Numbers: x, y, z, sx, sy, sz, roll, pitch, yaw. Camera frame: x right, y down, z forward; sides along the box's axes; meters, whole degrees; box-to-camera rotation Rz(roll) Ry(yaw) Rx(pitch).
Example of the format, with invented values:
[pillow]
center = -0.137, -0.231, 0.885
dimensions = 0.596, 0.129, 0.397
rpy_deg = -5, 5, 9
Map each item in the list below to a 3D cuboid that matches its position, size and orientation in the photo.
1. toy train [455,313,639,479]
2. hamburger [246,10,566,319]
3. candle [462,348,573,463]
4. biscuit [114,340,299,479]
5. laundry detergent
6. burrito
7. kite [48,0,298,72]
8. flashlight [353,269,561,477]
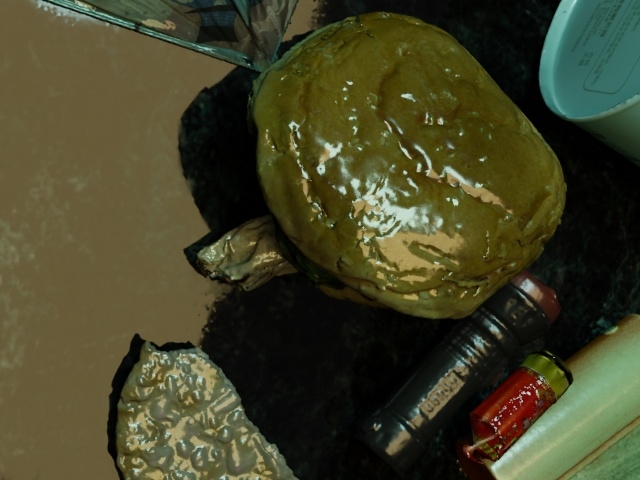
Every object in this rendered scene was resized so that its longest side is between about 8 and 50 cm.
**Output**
[toy train]
center = 0.269, 0.200, 1.086
dimensions = 0.285, 0.116, 0.177
rpy_deg = -32, 92, -15
[hamburger]
center = 0.071, -0.073, 0.925
dimensions = 0.265, 0.134, 0.285
rpy_deg = -39, 88, -23
[candle]
center = 0.182, 0.161, 1.021
dimensions = 0.131, 0.052, 0.052
rpy_deg = -41, 106, -21
[biscuit]
center = -0.098, 0.222, 0.979
dimensions = 0.141, 0.038, 0.290
rpy_deg = -40, 105, -13
[laundry detergent]
center = 0.415, -0.163, 1.016
dimensions = 0.305, 0.287, 0.287
rpy_deg = 29, 84, -20
[burrito]
center = -0.001, -0.002, 0.988
dimensions = 0.230, 0.063, 0.058
rpy_deg = -12, 136, -21
[kite]
center = -0.108, -0.272, 0.865
dimensions = 0.406, 0.014, 0.368
rpy_deg = -18, 135, 12
[flashlight]
center = 0.130, 0.125, 1.033
dimensions = 0.093, 0.093, 0.232
rpy_deg = 44, 81, -18
